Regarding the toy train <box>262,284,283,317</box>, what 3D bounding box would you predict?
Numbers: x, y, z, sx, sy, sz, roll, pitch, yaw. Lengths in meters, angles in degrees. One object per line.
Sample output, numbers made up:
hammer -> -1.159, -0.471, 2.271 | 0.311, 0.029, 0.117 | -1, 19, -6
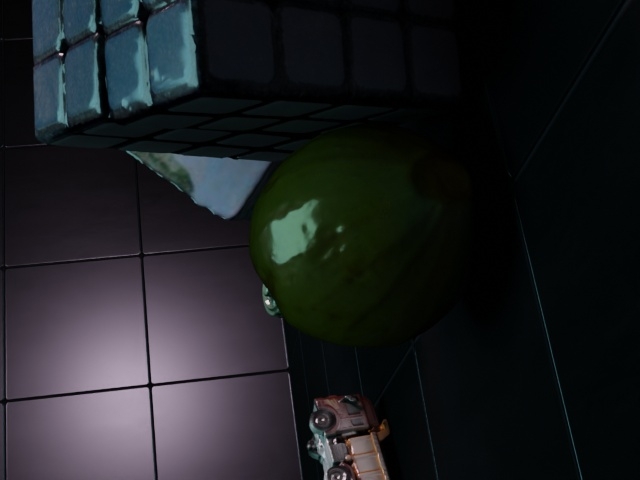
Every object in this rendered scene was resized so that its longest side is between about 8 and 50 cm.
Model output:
toy train -> 0.001, -0.008, 1.404 | 0.304, 0.150, 0.222 | -43, 51, 51

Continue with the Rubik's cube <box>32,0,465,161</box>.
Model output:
Rubik's cube -> -0.089, -0.280, 0.977 | 0.337, 0.343, 0.345 | -9, 85, 51

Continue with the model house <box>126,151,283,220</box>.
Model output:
model house -> -0.116, -0.228, 1.679 | 0.360, 0.297, 0.339 | -59, -19, 4

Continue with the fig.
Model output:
fig -> 0.061, -0.012, 0.941 | 0.271, 0.239, 0.240 | -28, 64, 50

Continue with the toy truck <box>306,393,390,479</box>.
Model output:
toy truck -> 0.063, 0.383, 1.514 | 0.114, 0.135, 0.270 | 96, 162, -46
